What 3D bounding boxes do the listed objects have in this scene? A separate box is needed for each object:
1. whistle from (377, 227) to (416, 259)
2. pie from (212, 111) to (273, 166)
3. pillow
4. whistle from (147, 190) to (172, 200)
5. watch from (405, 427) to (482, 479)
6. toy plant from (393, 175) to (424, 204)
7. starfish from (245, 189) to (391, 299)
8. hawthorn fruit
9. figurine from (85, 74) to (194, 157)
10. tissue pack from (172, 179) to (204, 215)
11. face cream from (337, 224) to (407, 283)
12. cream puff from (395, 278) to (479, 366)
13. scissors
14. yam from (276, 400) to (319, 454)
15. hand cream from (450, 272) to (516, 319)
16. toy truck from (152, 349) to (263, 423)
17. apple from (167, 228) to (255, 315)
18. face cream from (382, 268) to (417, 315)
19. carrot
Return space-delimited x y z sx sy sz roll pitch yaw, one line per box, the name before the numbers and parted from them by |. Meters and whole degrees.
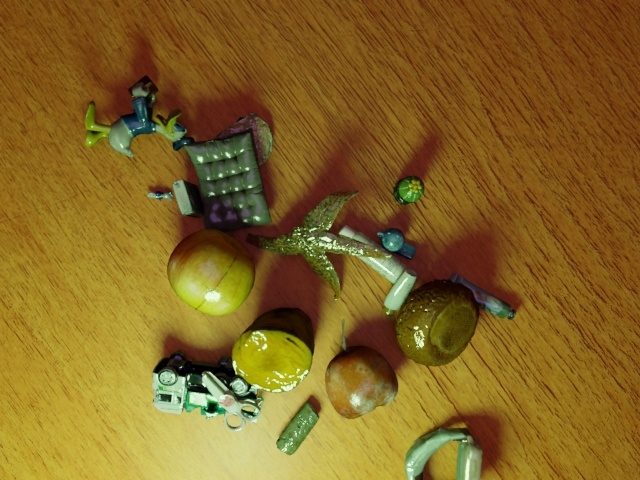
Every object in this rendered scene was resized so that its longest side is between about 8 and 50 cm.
whistle | 0.271 0.006 1.684 0.157 0.090 0.091 23 85 -2
pie | -0.265 -0.332 1.686 0.218 0.052 0.185 -34 89 -7
pillow | -0.306 -0.194 1.617 0.227 0.101 0.327 -12 99 0
whistle | -0.555 -0.154 1.666 0.083 0.029 0.033 2 102 -11
watch | 0.407 0.763 1.633 0.240 0.162 0.254 5 83 9
toy plant | 0.306 -0.175 1.663 0.092 0.162 0.093 0 88 -4
starfish | -0.001 0.002 1.605 0.383 0.132 0.398 42 110 -8
hawthorn fruit | 0.120 0.463 1.590 0.235 0.231 0.262 -46 53 -13
figurine | -0.589 -0.404 1.637 0.337 0.204 0.284 19 78 -15
tissue pack | -0.436 -0.137 1.609 0.051 0.156 0.113 -19 88 3
face cream | 0.175 0.042 1.681 0.269 0.082 0.082 38 85 0
cream puff | 0.376 0.268 1.614 0.302 0.212 0.304 -13 113 -32
scissors | -0.287 0.490 1.484 0.118 0.030 0.242 -31 113 3
yam | -0.073 0.638 1.629 0.078 0.078 0.179 39 81 -1
hand cream | 0.573 0.211 1.720 0.255 0.055 0.088 27 81 4
toy truck | -0.363 0.483 1.573 0.362 0.176 0.178 11 98 -5
apple | -0.343 0.098 1.540 0.285 0.286 0.233 36 95 -1
face cream | 0.271 0.180 1.651 0.072 0.051 0.182 7 123 -28
carrot | -0.138 0.349 1.534 0.241 0.341 0.242 1 97 6
